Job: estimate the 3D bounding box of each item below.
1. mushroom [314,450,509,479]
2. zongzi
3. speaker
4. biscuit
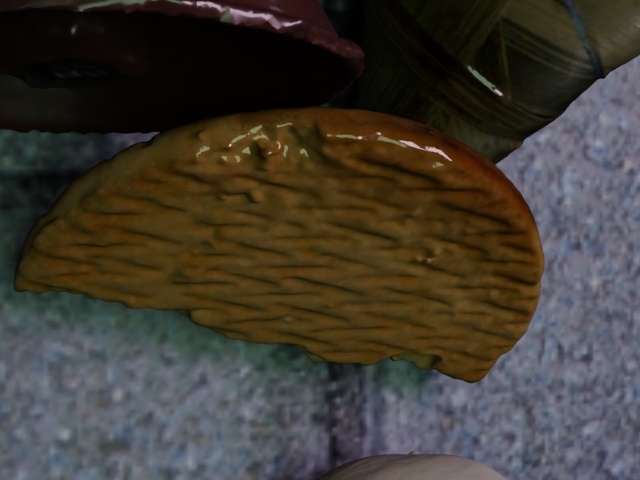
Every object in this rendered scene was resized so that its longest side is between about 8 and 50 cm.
[{"bbox_3d":[-0.007,0.168,0.543,0.225,0.093,0.116,-25,125,-26],"label":"mushroom"},{"bbox_3d":[0.033,-0.135,0.552,0.242,0.112,0.221,-39,99,9],"label":"zongzi"},{"bbox_3d":[-0.120,-0.203,0.418,0.259,0.198,0.329,-6,89,-46],"label":"speaker"},{"bbox_3d":[0.000,-0.001,0.521,0.224,0.144,0.033,12,47,-25],"label":"biscuit"}]
